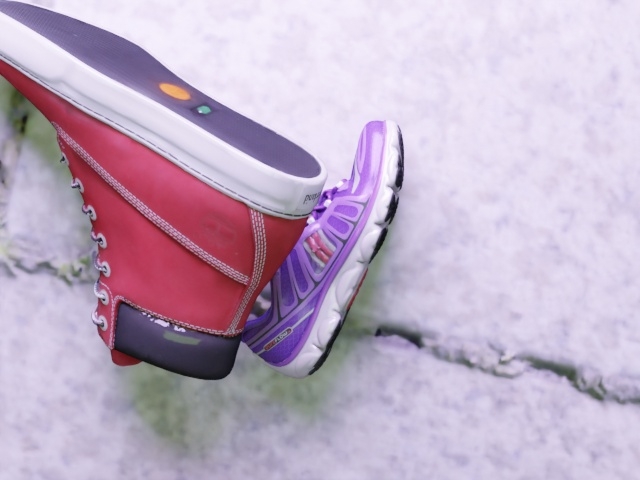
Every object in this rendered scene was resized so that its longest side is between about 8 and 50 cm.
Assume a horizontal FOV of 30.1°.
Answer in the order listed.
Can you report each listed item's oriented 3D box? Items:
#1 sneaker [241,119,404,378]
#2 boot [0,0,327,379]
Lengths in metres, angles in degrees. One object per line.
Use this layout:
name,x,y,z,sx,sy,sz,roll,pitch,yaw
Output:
sneaker,0.000,0.000,0.726,0.071,0.068,0.170,27,93,4
boot,-0.134,-0.025,0.716,0.244,0.088,0.176,34,114,13
